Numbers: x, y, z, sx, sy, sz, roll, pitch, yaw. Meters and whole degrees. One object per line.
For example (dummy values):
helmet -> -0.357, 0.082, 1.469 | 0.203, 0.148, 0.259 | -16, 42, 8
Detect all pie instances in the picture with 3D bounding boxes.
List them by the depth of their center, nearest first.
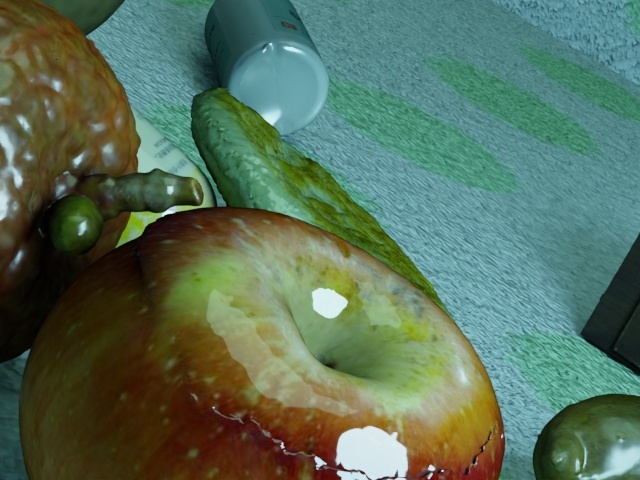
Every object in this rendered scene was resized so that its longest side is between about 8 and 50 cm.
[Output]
pie -> 0.000, 0.000, 1.443 | 0.323, 0.070, 0.323 | 46, 7, -7

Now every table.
table -> 0.395, 0.069, 1.803 | 0.193, 0.169, 0.172 | 35, 20, 21

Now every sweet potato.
sweet potato -> 0.312, 0.211, 1.395 | 0.423, 0.130, 0.130 | 26, 16, -32

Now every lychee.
lychee -> -0.222, -0.033, 1.122 | 0.300, 0.255, 0.255 | 22, 16, 17

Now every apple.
apple -> -0.035, 0.114, 1.038 | 0.272, 0.206, 0.251 | 8, 37, -40

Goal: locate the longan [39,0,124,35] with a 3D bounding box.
longan -> -0.296, -0.294, 1.734 | 0.258, 0.258, 0.258 | 24, 18, -9

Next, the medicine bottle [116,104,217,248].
medicine bottle -> -0.129, -0.008, 1.364 | 0.212, 0.122, 0.122 | 42, 19, -1

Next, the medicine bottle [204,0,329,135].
medicine bottle -> -0.073, -0.228, 2.051 | 0.110, 0.110, 0.352 | 21, 19, -19
